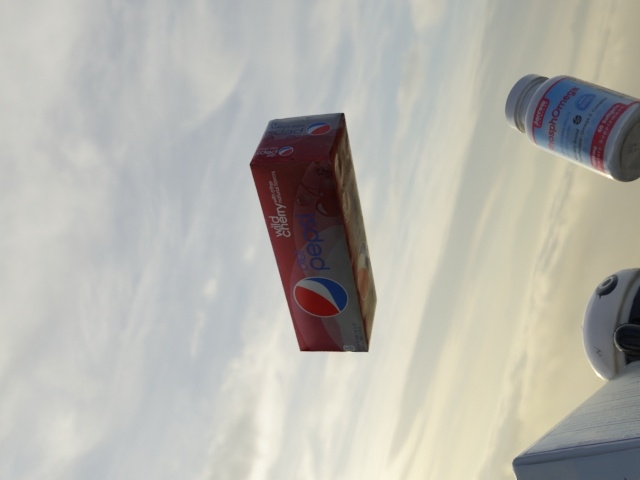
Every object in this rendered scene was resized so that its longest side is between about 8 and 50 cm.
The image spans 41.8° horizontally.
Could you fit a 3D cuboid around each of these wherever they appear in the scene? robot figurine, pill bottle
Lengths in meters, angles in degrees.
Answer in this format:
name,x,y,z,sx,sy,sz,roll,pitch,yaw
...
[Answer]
name,x,y,z,sx,sy,sz,roll,pitch,yaw
robot figurine,0.475,0.122,1.062,0.173,0.278,0.209,-59,-45,-25
pill bottle,0.279,-0.127,0.903,0.087,0.160,0.087,-18,-57,-30

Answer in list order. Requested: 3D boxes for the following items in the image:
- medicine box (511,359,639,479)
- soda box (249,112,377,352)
name,x,y,z,sx,sy,sz,roll,pitch,yaw
medicine box,0.326,0.251,0.713,0.289,0.149,0.263,-15,-95,-49
soda box,0.000,0.000,0.896,0.092,0.084,0.263,-74,-23,-49
